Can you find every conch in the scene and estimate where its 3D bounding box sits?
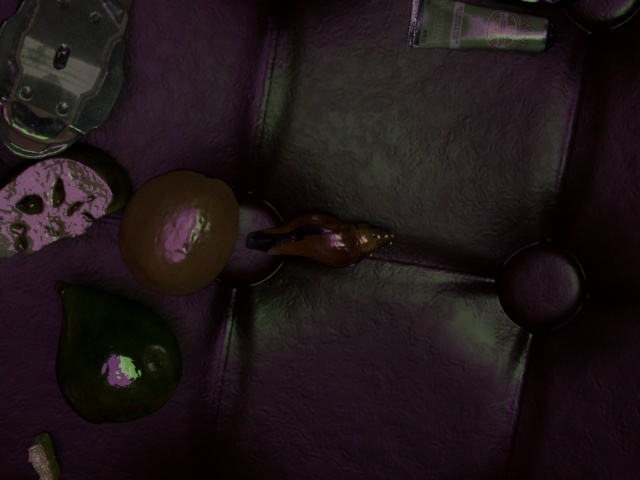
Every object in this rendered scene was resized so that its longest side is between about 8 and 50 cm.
[{"bbox_3d":[0.002,-0.002,1.915,0.233,0.080,0.086,11,90,-4],"label":"conch"}]

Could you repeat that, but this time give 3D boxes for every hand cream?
[{"bbox_3d":[0.257,-0.333,1.896,0.235,0.055,0.086,8,96,3],"label":"hand cream"}]

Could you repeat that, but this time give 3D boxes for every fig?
[{"bbox_3d":[-0.332,0.165,1.865,0.195,0.195,0.245,-33,104,2],"label":"fig"}]

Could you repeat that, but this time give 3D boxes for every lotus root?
[{"bbox_3d":[-0.417,-0.065,1.859,0.235,0.119,0.138,-26,99,3],"label":"lotus root"}]

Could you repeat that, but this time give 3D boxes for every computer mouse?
[{"bbox_3d":[-0.394,-0.304,1.828,0.199,0.115,0.389,26,76,-27],"label":"computer mouse"}]

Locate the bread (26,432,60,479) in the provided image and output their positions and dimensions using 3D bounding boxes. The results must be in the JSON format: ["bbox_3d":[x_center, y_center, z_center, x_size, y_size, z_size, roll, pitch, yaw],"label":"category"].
[{"bbox_3d":[-0.447,0.358,1.950,0.035,0.070,0.083,-16,105,0],"label":"bread"}]

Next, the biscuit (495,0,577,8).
[{"bbox_3d":[0.328,-0.559,1.845,0.407,0.091,0.407,0,99,-1],"label":"biscuit"}]

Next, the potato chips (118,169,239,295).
[{"bbox_3d":[-0.223,-0.010,1.910,0.208,0.062,0.195,-28,97,4],"label":"potato chips"}]
